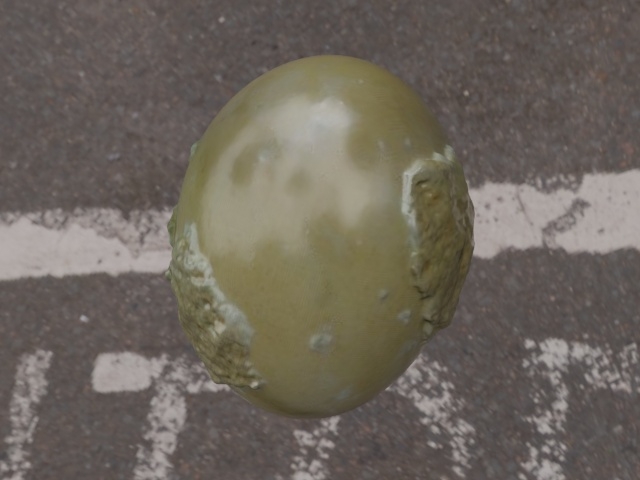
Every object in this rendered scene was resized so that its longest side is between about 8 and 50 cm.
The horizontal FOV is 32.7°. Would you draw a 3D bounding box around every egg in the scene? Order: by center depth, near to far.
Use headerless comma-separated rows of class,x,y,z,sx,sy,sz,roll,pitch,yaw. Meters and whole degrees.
egg,0.001,0.001,0.587,0.164,0.164,0.201,25,115,31
